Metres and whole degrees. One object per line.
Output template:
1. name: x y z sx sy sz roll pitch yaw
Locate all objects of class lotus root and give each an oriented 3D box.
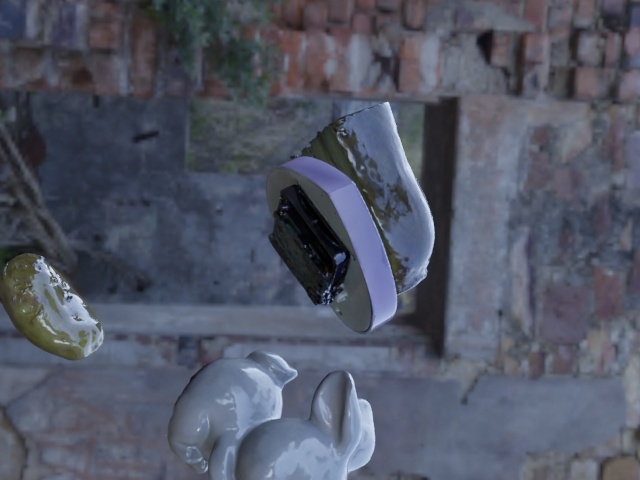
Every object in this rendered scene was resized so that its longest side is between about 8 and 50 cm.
1. lotus root: 0.090 -0.054 1.576 0.260 0.149 0.267 63 -16 1

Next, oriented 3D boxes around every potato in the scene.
1. potato: -0.304 0.077 1.182 0.138 0.070 0.091 53 16 -5

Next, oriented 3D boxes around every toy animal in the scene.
1. toy animal: -0.049 0.202 1.111 0.178 0.193 0.127 -58 152 -27

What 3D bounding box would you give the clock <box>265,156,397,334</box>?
1. clock: 0.000 0.000 1.065 0.198 0.064 0.172 53 -22 21
